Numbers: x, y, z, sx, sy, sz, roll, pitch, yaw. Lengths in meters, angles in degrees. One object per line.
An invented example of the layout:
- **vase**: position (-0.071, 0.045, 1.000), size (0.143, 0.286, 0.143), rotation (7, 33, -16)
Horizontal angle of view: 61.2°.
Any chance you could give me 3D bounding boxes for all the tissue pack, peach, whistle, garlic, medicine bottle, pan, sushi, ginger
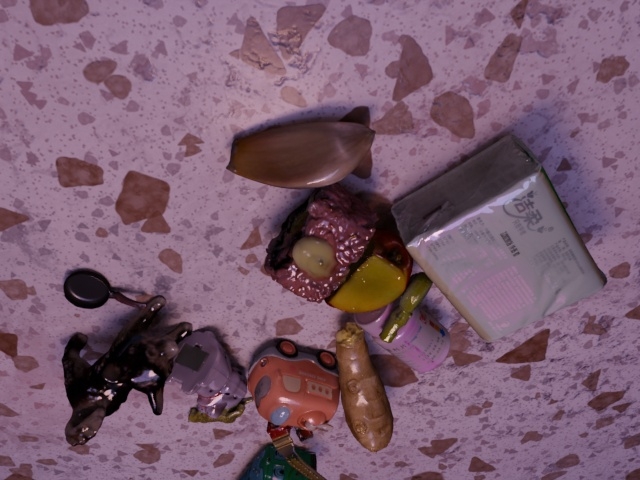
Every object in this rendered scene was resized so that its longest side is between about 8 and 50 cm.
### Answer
- **tissue pack**: position (0.413, 0.009, 1.262), size (0.332, 0.205, 0.405), rotation (-33, 122, 18)
- **peach**: position (0.121, 0.083, 1.317), size (0.154, 0.159, 0.267), rotation (29, 131, -10)
- **whistle**: position (0.201, 0.160, 1.305), size (0.057, 0.104, 0.198), rotation (36, 106, 13)
- **garlic**: position (-0.042, -0.173, 1.139), size (0.318, 0.143, 0.112), rotation (-4, 169, 3)
- **medicine bottle**: position (0.219, 0.234, 1.447), size (0.254, 0.152, 0.152), rotation (37, 116, -27)
- **pan**: position (-0.541, 0.134, 1.374), size (0.212, 0.040, 0.115), rotation (13, 124, -6)
- **sushi**: position (0.000, 0.000, 1.209), size (0.171, 0.236, 0.270), rotation (34, 116, -12)
- **ginger**: position (0.136, 0.396, 1.524), size (0.166, 0.236, 0.375), rotation (6, 100, 29)

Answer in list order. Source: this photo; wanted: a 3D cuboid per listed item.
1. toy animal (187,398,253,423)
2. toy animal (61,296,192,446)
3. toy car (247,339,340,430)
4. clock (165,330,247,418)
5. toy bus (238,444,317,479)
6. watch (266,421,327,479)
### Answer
- **toy animal**: position (-0.309, 0.531, 1.680), size (0.181, 0.073, 0.136), rotation (5, 135, -24)
- **toy animal**: position (-0.496, 0.346, 1.376), size (0.344, 0.302, 0.194), rotation (-28, 127, 16)
- **toy car**: position (-0.072, 0.428, 1.525), size (0.270, 0.212, 0.180), rotation (20, 122, -18)
- **clock**: position (-0.300, 0.391, 1.522), size (0.189, 0.189, 0.254), rotation (-21, 133, 11)
- **toy bus**: position (-0.172, 0.850, 1.850), size (0.199, 0.183, 0.343), rotation (25, 120, -15)
- **watch**: position (-0.065, 0.643, 1.712), size (0.102, 0.165, 0.268), rotation (-27, 122, 16)
